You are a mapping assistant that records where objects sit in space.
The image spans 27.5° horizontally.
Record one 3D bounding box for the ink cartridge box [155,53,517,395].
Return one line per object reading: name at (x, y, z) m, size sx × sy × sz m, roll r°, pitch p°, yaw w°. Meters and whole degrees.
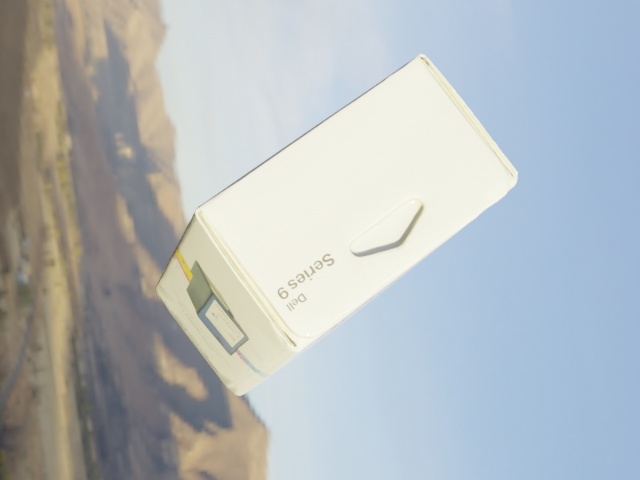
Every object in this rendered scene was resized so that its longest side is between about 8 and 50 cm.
ink cartridge box at (0.000, 0.000, 0.747) m, size 0.093 × 0.154 × 0.212 m, roll 53°, pitch -17°, yaw 1°
